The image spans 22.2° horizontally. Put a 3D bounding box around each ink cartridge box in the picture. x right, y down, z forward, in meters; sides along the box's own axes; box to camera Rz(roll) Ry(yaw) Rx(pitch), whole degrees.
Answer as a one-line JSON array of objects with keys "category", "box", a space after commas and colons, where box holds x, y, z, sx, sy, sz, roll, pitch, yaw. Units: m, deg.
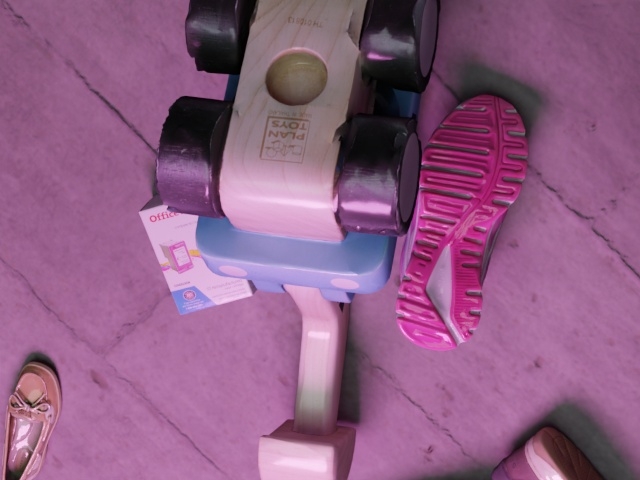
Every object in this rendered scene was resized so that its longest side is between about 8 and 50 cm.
[{"category": "ink cartridge box", "box": [-0.124, 0.005, 1.699, 0.088, 0.052, 0.122, -16, 104, 19]}]

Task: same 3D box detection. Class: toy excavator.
[{"category": "toy excavator", "box": [0.000, 0.000, 1.593, 0.222, 0.445, 0.433, 6, 70, 13]}]

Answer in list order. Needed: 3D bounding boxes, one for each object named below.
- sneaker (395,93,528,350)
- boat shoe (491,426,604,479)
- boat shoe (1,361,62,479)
[{"category": "sneaker", "box": [0.129, -0.021, 1.603, 0.103, 0.111, 0.252, 18, 91, -2]}, {"category": "boat shoe", "box": [0.285, 0.328, 1.697, 0.092, 0.103, 0.285, -34, 95, 28]}, {"category": "boat shoe", "box": [-0.329, 0.209, 1.828, 0.056, 0.048, 0.153, 20, 113, 6]}]
